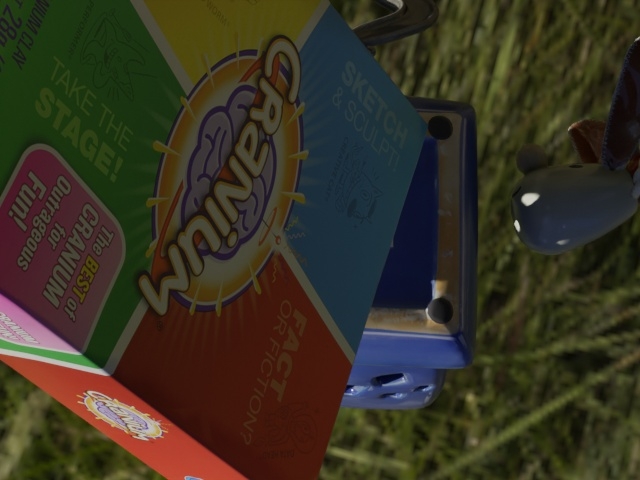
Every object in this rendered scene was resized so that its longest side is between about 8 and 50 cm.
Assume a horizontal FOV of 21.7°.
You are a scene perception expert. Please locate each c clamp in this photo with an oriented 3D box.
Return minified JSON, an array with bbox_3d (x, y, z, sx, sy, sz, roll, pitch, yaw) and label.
[{"bbox_3d":[0.005,-0.156,1.138,0.161,0.137,0.022,44,148,51],"label":"c clamp"}]

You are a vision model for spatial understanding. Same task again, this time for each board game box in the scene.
[{"bbox_3d":[-0.073,-0.038,0.787,0.064,0.242,0.316,2,153,34],"label":"board game box"}]

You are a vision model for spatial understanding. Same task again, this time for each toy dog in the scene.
[{"bbox_3d":[0.298,-0.124,1.385,0.334,0.161,0.220,-20,165,-33],"label":"toy dog"}]

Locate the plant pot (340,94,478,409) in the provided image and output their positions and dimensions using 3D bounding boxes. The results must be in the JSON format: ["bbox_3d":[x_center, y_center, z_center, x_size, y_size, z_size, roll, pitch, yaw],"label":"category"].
[{"bbox_3d":[0.000,0.000,1.277,0.236,0.236,0.212,4,169,-11],"label":"plant pot"}]
